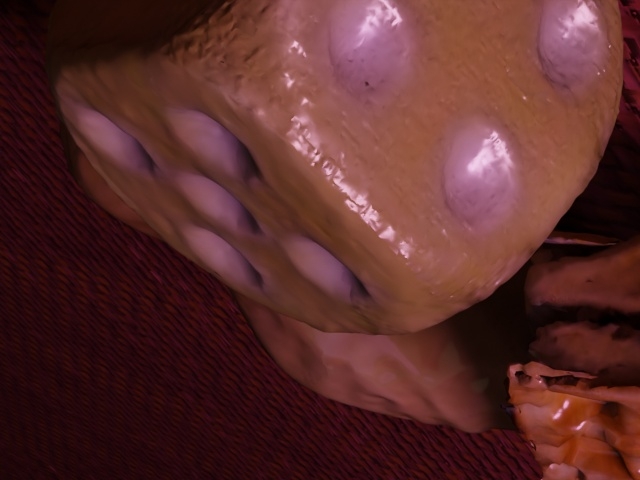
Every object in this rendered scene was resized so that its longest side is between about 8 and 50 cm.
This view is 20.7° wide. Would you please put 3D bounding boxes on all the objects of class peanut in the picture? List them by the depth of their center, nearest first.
[{"bbox_3d":[0.000,0.000,0.922,0.319,0.147,0.147,31,159,2],"label":"peanut"}]

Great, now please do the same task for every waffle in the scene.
[{"bbox_3d":[0.212,0.110,0.826,0.213,0.091,0.308,5,149,20],"label":"waffle"}]

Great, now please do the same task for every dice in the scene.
[{"bbox_3d":[0.005,-0.075,0.715,0.169,0.166,0.169,6,144,53],"label":"dice"}]
